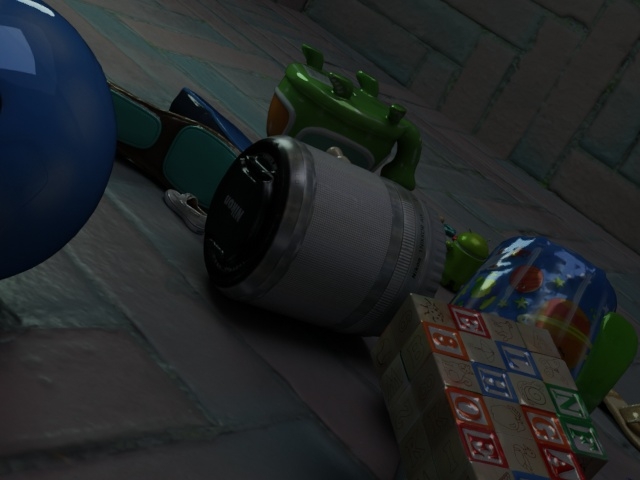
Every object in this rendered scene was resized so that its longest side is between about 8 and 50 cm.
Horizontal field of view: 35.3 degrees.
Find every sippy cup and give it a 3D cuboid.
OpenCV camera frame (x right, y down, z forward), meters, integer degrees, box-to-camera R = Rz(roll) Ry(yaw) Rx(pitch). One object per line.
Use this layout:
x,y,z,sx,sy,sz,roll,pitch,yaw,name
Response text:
0.246,0.124,1.240,0.305,0.224,0.240,22,-22,32,sippy cup

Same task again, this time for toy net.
0.241,-0.016,2.067,0.232,0.045,0.122,27,20,-9,toy net

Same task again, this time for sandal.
0.535,0.285,1.664,0.088,0.079,0.240,15,24,-41,sandal

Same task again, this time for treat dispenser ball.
-0.335,-0.103,0.935,0.288,0.288,0.288,28,18,-10,treat dispenser ball

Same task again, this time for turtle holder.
0.038,-0.210,1.951,0.320,0.227,0.243,11,25,-49,turtle holder

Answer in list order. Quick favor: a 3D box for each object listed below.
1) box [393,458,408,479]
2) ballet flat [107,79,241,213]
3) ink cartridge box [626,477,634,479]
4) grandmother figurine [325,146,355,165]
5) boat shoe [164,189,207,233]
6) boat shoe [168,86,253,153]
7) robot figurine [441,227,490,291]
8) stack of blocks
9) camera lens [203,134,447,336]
0.176,0.268,1.050,0.181,0.119,0.182,32,18,4,box
-0.234,-0.138,1.544,0.342,0.116,0.124,27,-2,1,ballet flat
0.618,0.446,1.385,0.303,0.072,0.307,23,21,-23,ink cartridge box
0.050,-0.055,1.605,0.342,0.104,0.208,35,-25,50,grandmother figurine
-0.191,-0.051,1.454,0.035,0.035,0.100,12,26,-46,boat shoe
-0.186,-0.170,1.716,0.109,0.089,0.258,34,7,-38,boat shoe
0.262,0.035,1.834,0.101,0.115,0.067,27,18,-11,robot figurine
0.166,0.193,0.915,0.171,0.087,0.297,17,33,-23,stack of blocks
0.000,0.000,1.325,0.274,0.219,0.219,21,20,-31,camera lens
